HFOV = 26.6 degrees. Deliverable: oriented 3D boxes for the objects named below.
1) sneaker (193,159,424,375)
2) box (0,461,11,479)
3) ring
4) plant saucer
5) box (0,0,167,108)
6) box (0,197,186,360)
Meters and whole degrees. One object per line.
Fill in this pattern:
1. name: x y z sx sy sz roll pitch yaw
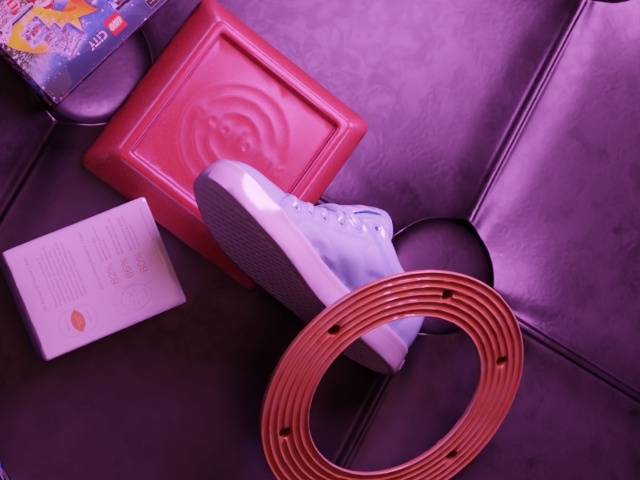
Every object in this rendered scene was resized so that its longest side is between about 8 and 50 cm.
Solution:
1. sneaker: 0.000 0.000 1.558 0.366 0.135 0.150 47 65 -38
2. box: -0.357 0.249 1.413 0.051 0.220 0.175 -31 95 -14
3. ring: 0.083 0.176 1.574 0.337 0.032 0.336 -12 123 -20
4. plant saucer: -0.103 -0.118 1.603 0.258 0.048 0.259 38 76 -11
5. box: -0.280 -0.288 1.560 0.159 0.044 0.233 46 76 -9
6. box: -0.259 0.043 1.522 0.170 0.091 0.130 -22 94 -17
